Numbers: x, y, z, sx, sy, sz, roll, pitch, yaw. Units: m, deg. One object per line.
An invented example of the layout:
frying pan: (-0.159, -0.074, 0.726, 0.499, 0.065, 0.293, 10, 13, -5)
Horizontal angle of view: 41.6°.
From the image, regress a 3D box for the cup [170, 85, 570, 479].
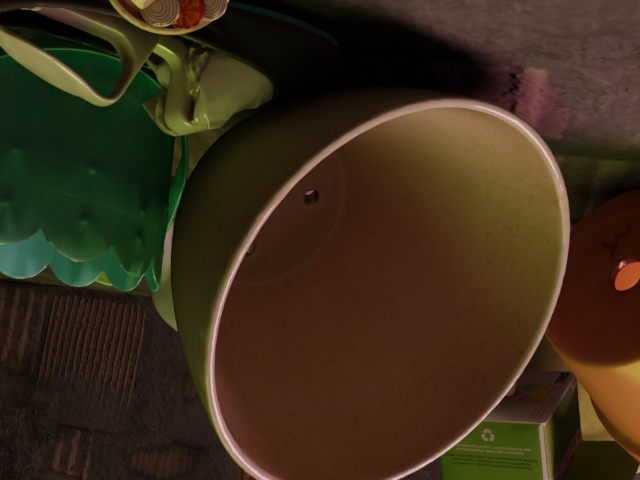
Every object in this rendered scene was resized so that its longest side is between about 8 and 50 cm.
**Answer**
cup: (0.007, 0.009, 0.717, 0.331, 0.331, 0.237, 17, -167, -38)

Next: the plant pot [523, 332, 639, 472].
plant pot: (0.341, 0.168, 1.208, 0.276, 0.254, 0.276, -9, -169, 2)

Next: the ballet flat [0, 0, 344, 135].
ballet flat: (-0.111, -0.124, 0.550, 0.280, 0.096, 0.095, 15, 169, -31)

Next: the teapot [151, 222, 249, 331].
teapot: (-0.099, 0.027, 1.166, 0.252, 0.187, 0.256, 25, -159, 14)

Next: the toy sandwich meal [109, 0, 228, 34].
toy sandwich meal: (-0.087, -0.151, 0.472, 0.085, 0.029, 0.085, -5, 128, -7)

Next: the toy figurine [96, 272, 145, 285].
toy figurine: (-0.288, -0.014, 1.309, 0.173, 0.130, 0.159, -11, 168, -23)

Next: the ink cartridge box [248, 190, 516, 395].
ink cartridge box: (0.075, 0.046, 0.966, 0.306, 0.226, 0.131, 13, 169, -20)

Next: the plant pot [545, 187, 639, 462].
plant pot: (0.362, 0.080, 0.851, 0.203, 0.291, 0.291, 32, 159, -28)

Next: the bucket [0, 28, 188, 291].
bucket: (-0.254, -0.068, 0.736, 0.281, 0.183, 0.281, 8, 170, 1)

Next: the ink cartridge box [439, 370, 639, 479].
ink cartridge box: (0.290, 0.226, 1.000, 0.255, 0.097, 0.189, -5, -173, 28)
